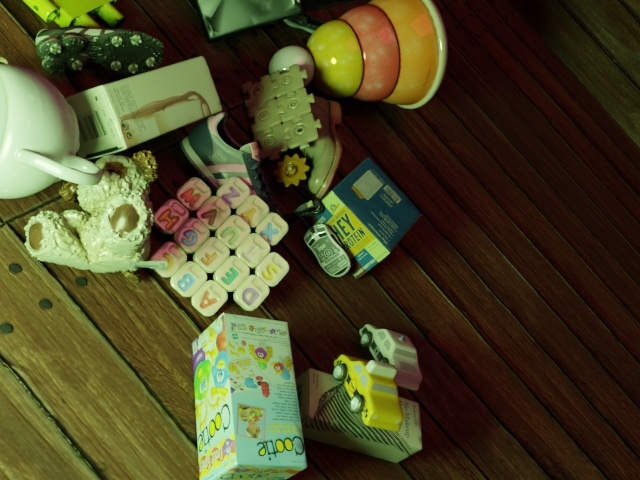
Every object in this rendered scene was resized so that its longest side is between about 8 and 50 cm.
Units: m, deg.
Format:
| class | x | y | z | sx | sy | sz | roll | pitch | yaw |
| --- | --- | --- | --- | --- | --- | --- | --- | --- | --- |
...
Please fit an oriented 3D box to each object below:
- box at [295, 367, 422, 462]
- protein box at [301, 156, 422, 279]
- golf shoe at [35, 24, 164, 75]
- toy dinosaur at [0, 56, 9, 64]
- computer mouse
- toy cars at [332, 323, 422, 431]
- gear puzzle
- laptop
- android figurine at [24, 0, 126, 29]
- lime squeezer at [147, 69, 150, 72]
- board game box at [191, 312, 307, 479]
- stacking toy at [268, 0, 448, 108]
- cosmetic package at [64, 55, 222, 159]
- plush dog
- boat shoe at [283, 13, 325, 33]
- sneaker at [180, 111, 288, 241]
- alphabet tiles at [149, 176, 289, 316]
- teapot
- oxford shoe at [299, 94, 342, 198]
| class | x | y | z | sx | sy | sz | roll | pitch | yaw |
| --- | --- | --- | --- | --- | --- | --- | --- | --- | --- |
| box | 0.069 | 0.356 | 1.498 | 0.275 | 0.094 | 0.113 | 21 | 47 | -25 |
| protein box | 0.102 | -0.056 | 1.800 | 0.200 | 0.136 | 0.201 | 46 | 42 | -1 |
| golf shoe | -0.479 | -0.431 | 1.619 | 0.272 | 0.105 | 0.120 | -6 | 43 | -30 |
| toy dinosaur | -0.643 | -0.312 | 1.470 | 0.183 | 0.053 | 0.093 | 4 | 72 | -28 |
| computer mouse | 0.000 | 0.000 | 1.726 | 0.193 | 0.106 | 0.042 | 55 | 15 | -8 |
| toy cars | 0.133 | 0.254 | 1.525 | 0.176 | 0.087 | 0.393 | 34 | 18 | 8 |
| gear puzzle | -0.082 | -0.273 | 1.816 | 0.044 | 0.175 | 0.339 | 54 | 19 | -61 |
| laptop | -0.153 | -0.769 | 1.967 | 0.236 | 0.407 | 0.382 | -89 | 162 | -76 |
| android figurine | -0.584 | -0.581 | 1.703 | 0.273 | 0.056 | 0.248 | 46 | 43 | -4 |
| lime squeezer | -0.433 | -0.325 | 1.647 | 0.109 | 0.059 | 0.310 | 21 | 42 | 16 |
| board game box | -0.135 | 0.293 | 1.346 | 0.144 | 0.142 | 0.275 | 13 | 52 | -32 |
| stacking toy | 0.076 | -0.509 | 2.041 | 0.479 | 0.350 | 0.351 | -15 | 69 | -28 |
| cosmetic package | -0.361 | -0.274 | 1.521 | 0.296 | 0.153 | 0.129 | -36 | 112 | -49 |
| plush dog | -0.383 | -0.058 | 1.382 | 0.210 | 0.262 | 0.226 | 44 | 40 | -57 |
| boat shoe | -0.052 | -0.650 | 2.189 | 0.142 | 0.040 | 0.049 | 12 | 53 | -33 |
| sneaker | -0.163 | -0.142 | 1.639 | 0.319 | 0.131 | 0.112 | 47 | 14 | -3 |
| alphabet tiles | -0.202 | 0.006 | 1.530 | 0.284 | 0.021 | 0.278 | 44 | 62 | -4 |
| teapot | -0.519 | -0.184 | 1.333 | 0.187 | 0.252 | 0.256 | 10 | 65 | -48 |
| oxford shoe | -0.025 | -0.240 | 1.863 | 0.130 | 0.123 | 0.348 | 19 | 40 | -18 |
